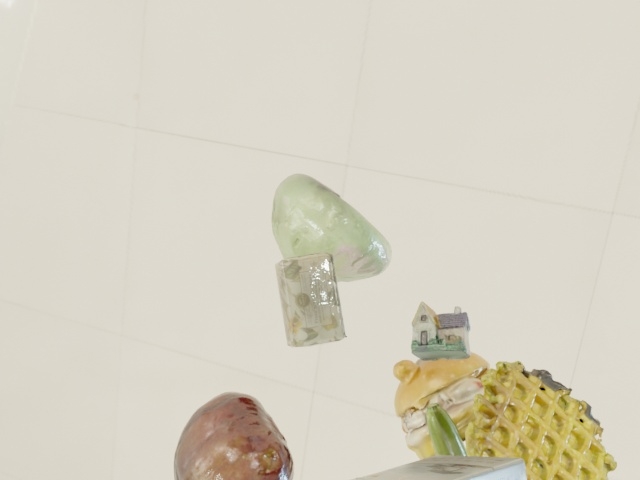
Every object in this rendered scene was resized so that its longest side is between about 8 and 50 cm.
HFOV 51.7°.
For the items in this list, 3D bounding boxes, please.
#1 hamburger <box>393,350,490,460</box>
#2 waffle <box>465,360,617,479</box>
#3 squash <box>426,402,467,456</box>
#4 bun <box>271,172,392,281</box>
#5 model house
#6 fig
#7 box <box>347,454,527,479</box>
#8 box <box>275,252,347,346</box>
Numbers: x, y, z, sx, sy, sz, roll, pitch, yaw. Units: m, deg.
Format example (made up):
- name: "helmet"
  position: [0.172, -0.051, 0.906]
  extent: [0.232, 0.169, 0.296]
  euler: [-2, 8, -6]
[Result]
- name: "hamburger"
  position: [0.292, 0.367, 1.541]
  extent: [0.276, 0.276, 0.237]
  euler: [-37, 69, 22]
- name: "waffle"
  position: [0.396, 0.369, 1.172]
  extent: [0.060, 0.312, 0.307]
  euler: [141, 136, -59]
- name: "squash"
  position: [0.261, 0.422, 1.359]
  extent: [0.066, 0.066, 0.201]
  euler: [-17, 104, 22]
- name: "bun"
  position: [0.000, 0.000, 1.397]
  extent: [0.293, 0.293, 0.187]
  euler: [41, 91, 9]
- name: "model house"
  position: [0.225, 0.167, 1.233]
  extent: [0.101, 0.088, 0.100]
  euler: [-6, 66, 25]
- name: "fig"
  position: [-0.171, 0.379, 1.080]
  extent: [0.249, 0.186, 0.204]
  euler: [-35, 65, -3]
- name: "box"
  position: [0.155, 0.335, 0.878]
  extent: [0.149, 0.233, 0.067]
  euler: [-18, 73, 41]
- name: "box"
  position: [-0.011, 0.064, 0.710]
  extent: [0.062, 0.045, 0.098]
  euler: [-10, 85, -16]
